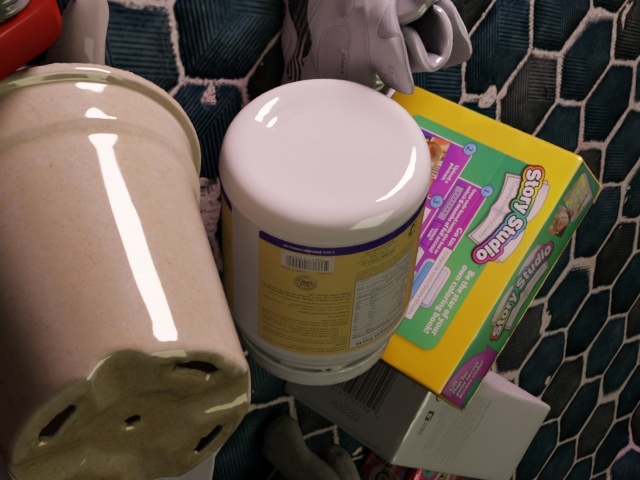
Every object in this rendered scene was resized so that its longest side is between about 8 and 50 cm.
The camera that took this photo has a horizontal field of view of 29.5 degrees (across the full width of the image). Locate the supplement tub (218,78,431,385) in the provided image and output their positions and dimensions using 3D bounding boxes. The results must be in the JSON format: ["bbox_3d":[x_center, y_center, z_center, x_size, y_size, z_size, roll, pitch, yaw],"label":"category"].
[{"bbox_3d":[0.000,0.000,1.460,0.241,0.241,0.331,-39,152,-29],"label":"supplement tub"}]

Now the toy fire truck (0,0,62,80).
[{"bbox_3d":[-0.259,-0.234,1.013,0.158,0.246,0.217,-41,142,-27],"label":"toy fire truck"}]

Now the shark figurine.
[{"bbox_3d":[-0.220,-0.115,1.281,0.166,0.116,0.278,-47,142,-18],"label":"shark figurine"}]

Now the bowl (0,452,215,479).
[{"bbox_3d":[-0.274,0.224,1.383,0.134,0.298,0.298,-28,167,37],"label":"bowl"}]

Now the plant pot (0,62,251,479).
[{"bbox_3d":[-0.218,0.062,1.135,0.333,0.305,0.334,-19,144,-15],"label":"plant pot"}]

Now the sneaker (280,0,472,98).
[{"bbox_3d":[0.062,-0.198,1.500,0.137,0.210,0.366,-33,138,-35],"label":"sneaker"}]

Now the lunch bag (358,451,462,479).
[{"bbox_3d":[0.140,0.491,2.213,0.293,0.120,0.258,-61,151,3],"label":"lunch bag"}]

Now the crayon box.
[{"bbox_3d":[0.154,-0.001,1.676,0.363,0.313,0.106,-58,147,-5],"label":"crayon box"}]

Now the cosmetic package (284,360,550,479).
[{"bbox_3d":[0.168,0.256,1.966,0.453,0.230,0.161,24,95,-56],"label":"cosmetic package"}]

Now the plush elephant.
[{"bbox_3d":[0.004,0.462,1.891,0.272,0.330,0.255,-61,166,-12],"label":"plush elephant"}]
